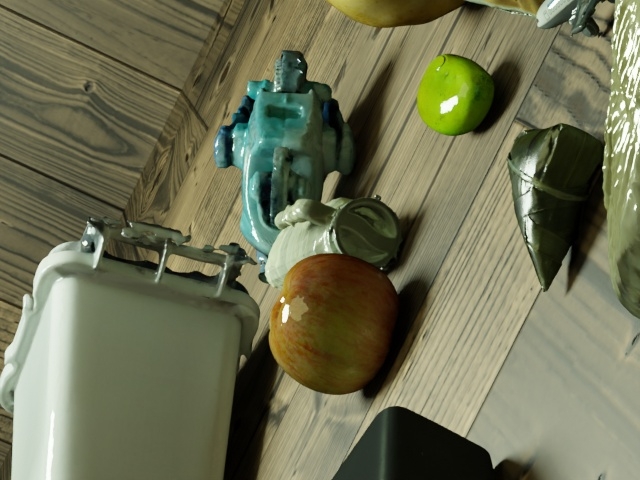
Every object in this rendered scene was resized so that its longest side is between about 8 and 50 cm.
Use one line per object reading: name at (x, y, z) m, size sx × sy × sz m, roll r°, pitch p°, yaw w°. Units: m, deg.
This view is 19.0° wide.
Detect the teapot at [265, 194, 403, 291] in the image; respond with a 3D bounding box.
teapot at (0.000, 0.000, 1.836) m, size 0.077 × 0.107 × 0.200 m, roll -66°, pitch 13°, yaw -17°

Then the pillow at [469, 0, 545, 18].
pillow at (0.123, -0.346, 1.688) m, size 0.119 × 0.312 × 0.310 m, roll 38°, pitch -110°, yaw -59°

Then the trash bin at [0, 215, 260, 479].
trash bin at (-0.201, 0.192, 1.974) m, size 0.367 × 0.256 × 0.296 m, roll -91°, pitch 22°, yaw -49°

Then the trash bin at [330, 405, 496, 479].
trash bin at (0.045, 0.232, 1.240) m, size 0.165 × 0.115 × 0.225 m, roll -59°, pitch 13°, yaw 24°

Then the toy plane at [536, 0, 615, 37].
toy plane at (0.222, -0.210, 1.429) m, size 0.226 × 0.058 × 0.226 m, roll -54°, pitch -3°, yaw -32°

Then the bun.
bun at (0.219, -0.056, 1.023) m, size 0.220 × 0.134 × 0.220 m, roll 1°, pitch -90°, yaw -82°

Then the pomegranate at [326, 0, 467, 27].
pomegranate at (0.077, -0.318, 1.883) m, size 0.233 × 0.233 × 0.233 m, roll -59°, pitch 15°, yaw 26°

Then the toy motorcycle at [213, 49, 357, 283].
toy motorcycle at (-0.040, -0.073, 2.079) m, size 0.260 × 0.154 × 0.206 m, roll -86°, pitch 1°, yaw -47°

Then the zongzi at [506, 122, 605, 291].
zongzi at (0.159, -0.024, 1.395) m, size 0.109 × 0.055 × 0.119 m, roll -169°, pitch 92°, yaw -79°

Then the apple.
apple at (0.011, 0.070, 1.678) m, size 0.126 × 0.102 × 0.126 m, roll -60°, pitch 14°, yaw 25°

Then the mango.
mango at (0.122, -0.129, 1.701) m, size 0.108 × 0.056 × 0.073 m, roll -173°, pitch 102°, yaw -73°
